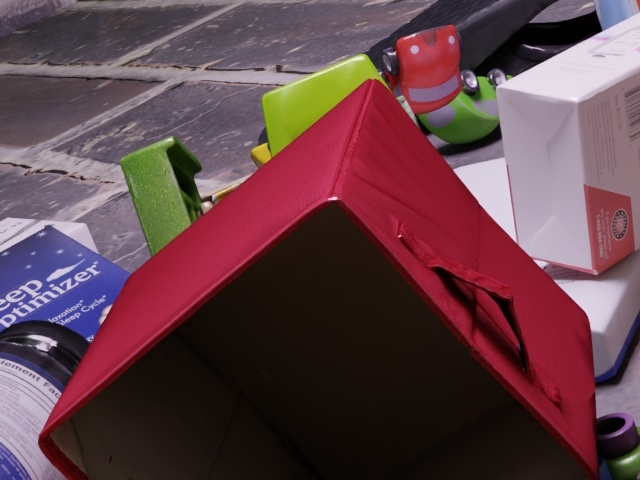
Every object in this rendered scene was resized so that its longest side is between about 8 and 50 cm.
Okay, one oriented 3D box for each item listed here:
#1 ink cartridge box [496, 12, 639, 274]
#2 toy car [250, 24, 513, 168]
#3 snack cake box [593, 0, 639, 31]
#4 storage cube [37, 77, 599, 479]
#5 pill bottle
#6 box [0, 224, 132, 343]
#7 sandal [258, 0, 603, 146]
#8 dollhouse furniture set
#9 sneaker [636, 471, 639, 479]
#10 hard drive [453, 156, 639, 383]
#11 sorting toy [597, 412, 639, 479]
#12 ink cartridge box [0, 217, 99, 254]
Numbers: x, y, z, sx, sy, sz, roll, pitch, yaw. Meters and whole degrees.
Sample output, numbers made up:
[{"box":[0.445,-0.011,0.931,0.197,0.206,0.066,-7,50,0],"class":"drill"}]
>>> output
[{"box":[0.202,-0.072,1.138,0.198,0.115,0.067,-28,29,-37],"class":"ink cartridge box"},{"box":[0.086,-0.105,1.513,0.225,0.053,0.239,-8,-18,-45],"class":"toy car"},{"box":[0.276,-0.213,1.344,0.152,0.264,0.089,-22,17,-4],"class":"snack cake box"},{"box":[0.010,0.065,0.890,0.215,0.183,0.193,-39,12,18],"class":"storage cube"},{"box":[-0.206,0.137,1.104,0.123,0.122,0.219,-14,19,21],"class":"pill bottle"},{"box":[-0.223,0.053,1.411,0.136,0.036,0.225,-31,36,-28],"class":"box"},{"box":[0.152,-0.171,1.671,0.446,0.107,0.167,-32,17,9],"class":"sandal"},{"box":[0.000,0.000,1.335,0.198,0.151,0.301,-23,-12,5],"class":"dollhouse furniture set"},{"box":[0.188,0.132,0.710,0.124,0.107,0.283,-8,21,20],"class":"sneaker"},{"box":[0.131,0.014,1.212,0.210,0.040,0.318,-11,20,28],"class":"hard drive"},{"box":[0.129,0.110,0.930,0.102,0.042,0.061,-25,18,-12],"class":"sorting toy"},{"box":[-0.280,0.030,1.600,0.104,0.060,0.180,-33,22,-31],"class":"ink cartridge box"}]
